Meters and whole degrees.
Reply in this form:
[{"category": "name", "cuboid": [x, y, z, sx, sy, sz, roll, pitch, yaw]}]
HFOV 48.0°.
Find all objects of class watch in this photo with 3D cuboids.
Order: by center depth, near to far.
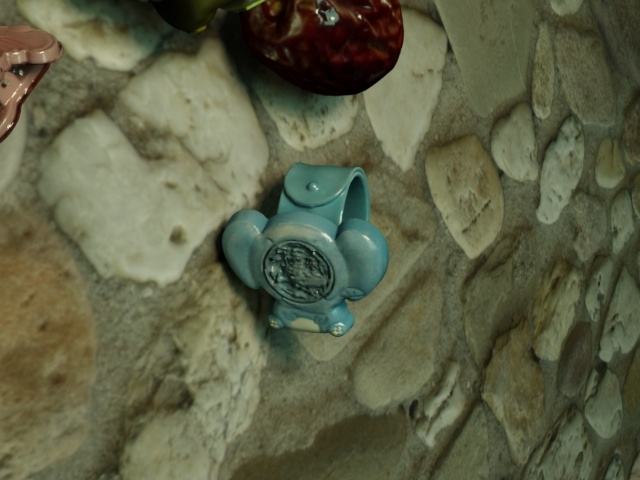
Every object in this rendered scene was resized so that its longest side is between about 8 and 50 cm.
[{"category": "watch", "cuboid": [0.000, 0.000, 0.942, 0.211, 0.210, 0.193, 67, 28, -23]}]

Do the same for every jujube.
[{"category": "jujube", "cuboid": [0.013, -0.281, 0.935, 0.243, 0.183, 0.184, -4, 93, -61]}]

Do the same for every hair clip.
[{"category": "hair clip", "cuboid": [-0.303, -0.162, 0.639, 0.138, 0.123, 0.102, -62, 160, -22]}]

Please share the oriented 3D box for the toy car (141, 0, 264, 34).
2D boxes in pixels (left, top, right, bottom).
[{"category": "toy car", "cuboid": [-0.180, -0.333, 0.747, 0.198, 0.204, 0.248, -35, 115, -17]}]
